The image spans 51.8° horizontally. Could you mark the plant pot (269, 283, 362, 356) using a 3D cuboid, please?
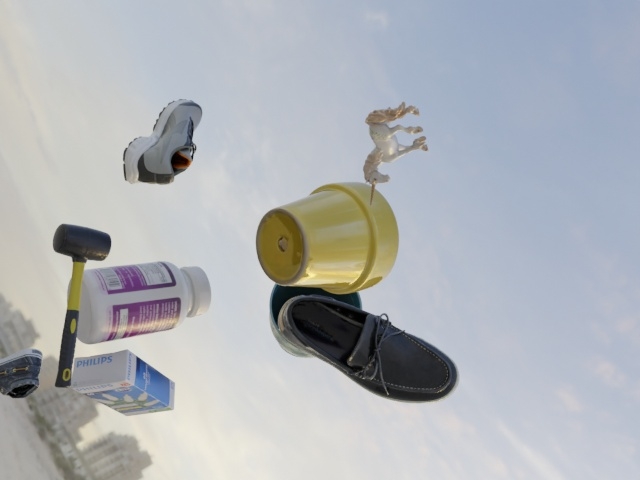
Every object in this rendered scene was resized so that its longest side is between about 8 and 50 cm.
[{"bbox_3d":[-0.034,0.238,2.002,0.271,0.272,0.255,58,-21,15],"label":"plant pot"}]

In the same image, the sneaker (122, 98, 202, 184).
[{"bbox_3d":[-0.289,-0.190,1.314,0.108,0.271,0.100,14,-49,6],"label":"sneaker"}]

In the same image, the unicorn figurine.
[{"bbox_3d":[0.109,-0.146,1.028,0.060,0.111,0.162,-88,160,-51],"label":"unicorn figurine"}]

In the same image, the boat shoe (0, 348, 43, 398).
[{"bbox_3d":[-0.655,0.293,1.362,0.065,0.183,0.083,44,26,-48],"label":"boat shoe"}]

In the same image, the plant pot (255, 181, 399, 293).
[{"bbox_3d":[0.000,0.000,1.433,0.254,0.239,0.254,7,-80,45],"label":"plant pot"}]

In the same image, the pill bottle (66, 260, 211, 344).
[{"bbox_3d":[-0.416,0.137,1.540,0.169,0.302,0.169,7,-81,49],"label":"pill bottle"}]

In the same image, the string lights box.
[{"bbox_3d":[-0.459,0.342,1.561,0.259,0.133,0.076,64,18,-59],"label":"string lights box"}]

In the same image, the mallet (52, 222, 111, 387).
[{"bbox_3d":[-0.282,0.076,0.777,0.039,0.062,0.189,-7,-99,44],"label":"mallet"}]

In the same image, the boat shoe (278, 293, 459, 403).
[{"bbox_3d":[0.121,0.277,1.698,0.500,0.186,0.156,25,-17,6],"label":"boat shoe"}]
